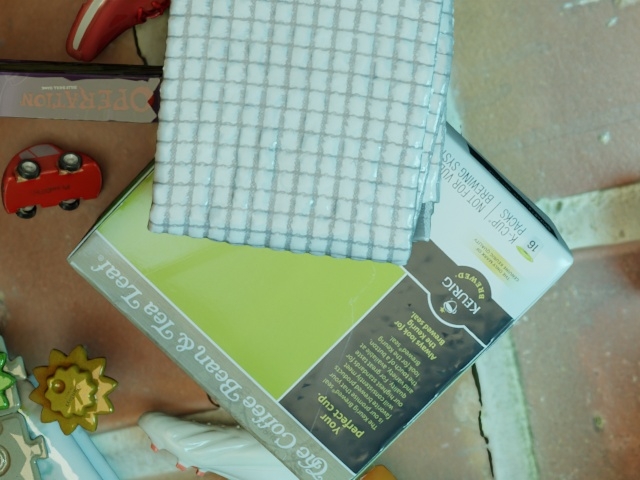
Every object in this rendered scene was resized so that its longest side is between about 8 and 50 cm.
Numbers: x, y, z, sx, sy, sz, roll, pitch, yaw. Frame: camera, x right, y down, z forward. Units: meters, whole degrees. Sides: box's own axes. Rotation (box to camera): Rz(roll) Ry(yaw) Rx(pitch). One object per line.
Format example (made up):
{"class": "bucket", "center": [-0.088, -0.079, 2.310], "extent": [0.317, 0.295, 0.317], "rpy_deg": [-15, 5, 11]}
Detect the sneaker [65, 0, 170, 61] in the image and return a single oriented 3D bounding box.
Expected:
{"class": "sneaker", "center": [-0.131, -0.232, 1.783], "extent": [0.128, 0.087, 0.221], "rpy_deg": [38, 97, -6]}

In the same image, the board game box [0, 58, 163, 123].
{"class": "board game box", "center": [-0.308, -0.142, 1.746], "extent": [0.347, 0.208, 0.056], "rpy_deg": [2, 102, 1]}

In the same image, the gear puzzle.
{"class": "gear puzzle", "center": [-0.353, 0.185, 1.815], "extent": [0.339, 0.044, 0.175], "rpy_deg": [-15, 90, 6]}

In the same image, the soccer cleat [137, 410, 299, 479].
{"class": "soccer cleat", "center": [-0.086, 0.205, 1.891], "extent": [0.196, 0.068, 0.076], "rpy_deg": [28, 96, -12]}

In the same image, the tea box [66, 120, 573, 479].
{"class": "tea box", "center": [0.000, 0.000, 1.764], "extent": [0.323, 0.220, 0.329], "rpy_deg": [-44, 97, 7]}

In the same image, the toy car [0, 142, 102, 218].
{"class": "toy car", "center": [-0.352, -0.061, 1.792], "extent": [0.239, 0.053, 0.225], "rpy_deg": [-32, 140, 7]}

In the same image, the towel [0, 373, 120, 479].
{"class": "towel", "center": [-0.312, 0.355, 1.890], "extent": [0.320, 0.090, 0.374], "rpy_deg": [-36, 92, 8]}

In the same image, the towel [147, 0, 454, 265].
{"class": "towel", "center": [-0.012, -0.131, 1.573], "extent": [0.235, 0.121, 0.283], "rpy_deg": [5, 97, -1]}

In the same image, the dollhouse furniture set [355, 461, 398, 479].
{"class": "dollhouse furniture set", "center": [0.051, 0.366, 1.811], "extent": [0.259, 0.135, 0.262], "rpy_deg": [-43, 73, -5]}
